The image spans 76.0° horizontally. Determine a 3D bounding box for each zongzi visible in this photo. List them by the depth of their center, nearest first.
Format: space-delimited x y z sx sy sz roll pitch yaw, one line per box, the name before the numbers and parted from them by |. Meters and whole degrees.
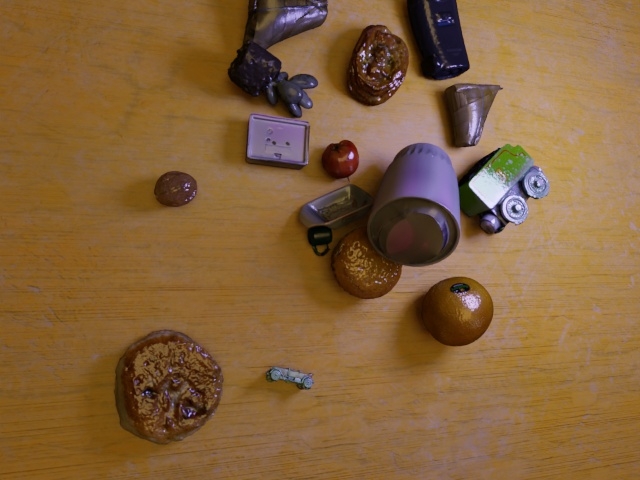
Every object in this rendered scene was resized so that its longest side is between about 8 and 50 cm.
zongzi | -0.116 -0.659 1.312 0.259 0.123 0.290 6 100 -21
zongzi | 0.583 -0.460 1.498 0.255 0.115 0.229 -11 93 -27

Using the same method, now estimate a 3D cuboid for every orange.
orange | 0.446 0.231 1.346 0.236 0.236 0.237 1 86 -16

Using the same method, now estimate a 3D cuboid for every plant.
plant | -0.144 -0.491 1.271 0.274 0.149 0.146 20 125 -30

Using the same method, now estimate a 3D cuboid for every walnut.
walnut | -0.417 -0.149 1.185 0.124 0.105 0.105 -31 95 -30

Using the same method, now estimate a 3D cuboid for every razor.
razor | 0.421 -0.747 1.463 0.189 0.107 0.327 -15 91 -17

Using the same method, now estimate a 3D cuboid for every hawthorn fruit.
hawthorn fruit | 0.071 -0.255 1.322 0.125 0.125 0.140 -31 93 -16

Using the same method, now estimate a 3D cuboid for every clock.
clock | -0.135 -0.311 1.292 0.191 0.071 0.147 4 85 -15

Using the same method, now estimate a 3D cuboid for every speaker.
speaker | -0.002 0.000 1.324 0.075 0.060 0.095 -7 123 -16

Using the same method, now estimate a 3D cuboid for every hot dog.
hot dog | 0.197 -0.603 1.384 0.195 0.122 0.273 25 81 -13

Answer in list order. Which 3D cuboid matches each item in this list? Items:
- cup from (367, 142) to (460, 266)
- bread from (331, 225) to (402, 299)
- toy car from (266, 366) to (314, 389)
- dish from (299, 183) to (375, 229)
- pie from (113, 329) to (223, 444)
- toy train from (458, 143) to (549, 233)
cup | 0.291 -0.122 1.245 0.253 0.253 0.372 32 43 -12
bread | 0.145 0.073 1.309 0.239 0.139 0.240 1 86 -16
toy car | -0.093 0.419 1.254 0.143 0.073 0.054 19 65 -13
dish | 0.048 -0.090 1.310 0.234 0.154 0.064 -24 128 -16
pie | -0.423 0.413 1.152 0.314 0.092 0.316 2 84 -17
toy train | 0.641 -0.184 1.461 0.307 0.173 0.249 -43 89 -14
